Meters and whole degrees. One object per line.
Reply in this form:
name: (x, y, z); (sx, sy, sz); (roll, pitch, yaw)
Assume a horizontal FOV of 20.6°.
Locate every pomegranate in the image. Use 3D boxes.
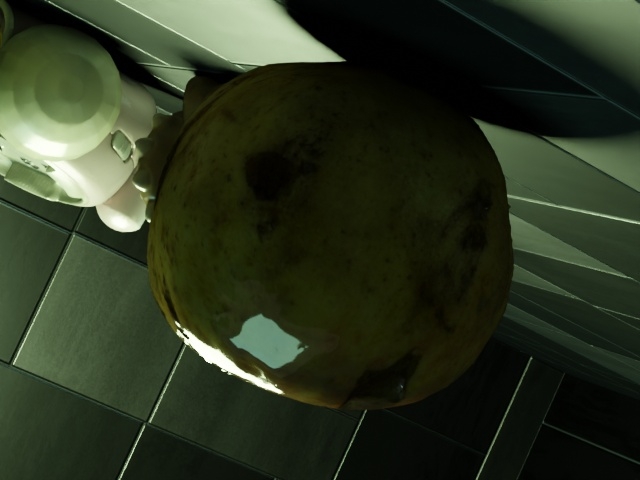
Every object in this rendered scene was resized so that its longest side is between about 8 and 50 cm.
pomegranate: (0.008, -0.007, 1.291); (0.281, 0.281, 0.281); (25, 176, 2)

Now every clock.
clock: (-0.343, -0.165, 2.006); (0.342, 0.184, 0.326); (18, 170, 23)

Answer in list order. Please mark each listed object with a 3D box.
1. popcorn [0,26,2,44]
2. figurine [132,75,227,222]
popcorn: (-0.442, -0.195, 1.631); (0.215, 0.252, 0.286); (9, -153, 43)
figurine: (-0.096, -0.065, 1.773); (0.177, 0.173, 0.247); (28, 176, -35)
